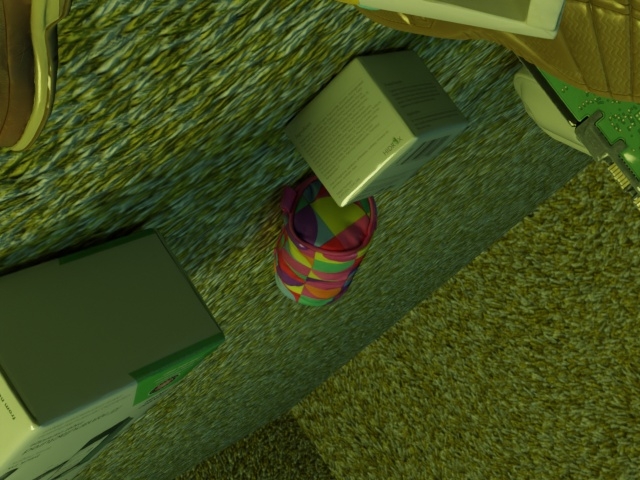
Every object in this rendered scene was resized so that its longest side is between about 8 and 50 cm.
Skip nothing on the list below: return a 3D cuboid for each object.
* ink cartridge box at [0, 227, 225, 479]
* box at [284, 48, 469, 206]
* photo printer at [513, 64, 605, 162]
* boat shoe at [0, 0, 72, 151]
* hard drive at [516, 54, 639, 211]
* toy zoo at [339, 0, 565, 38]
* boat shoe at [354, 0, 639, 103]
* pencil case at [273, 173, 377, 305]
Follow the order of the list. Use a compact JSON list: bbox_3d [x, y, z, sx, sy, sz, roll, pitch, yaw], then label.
[{"bbox_3d":[-0.248,0.134,1.015,0.211,0.121,0.289,-23,164,-50],"label":"ink cartridge box"},{"bbox_3d":[0.047,-0.096,1.034,0.102,0.087,0.101,-41,169,32],"label":"box"},{"bbox_3d":[0.356,-0.186,1.274,0.256,0.107,0.307,-35,-156,-4],"label":"photo printer"},{"bbox_3d":[-0.140,-0.096,0.517,0.060,0.064,0.178,1,155,-17],"label":"boat shoe"},{"bbox_3d":[0.318,-0.157,0.833,0.339,0.237,0.064,-44,168,37],"label":"hard drive"},{"bbox_3d":[0.009,-0.138,0.477,0.293,0.192,0.030,48,57,-82],"label":"toy zoo"},{"bbox_3d":[0.127,-0.154,0.668,0.096,0.277,0.098,-44,138,-23],"label":"boat shoe"},{"bbox_3d":[0.000,0.000,1.312,0.104,0.104,0.236,-33,168,-14],"label":"pencil case"}]
